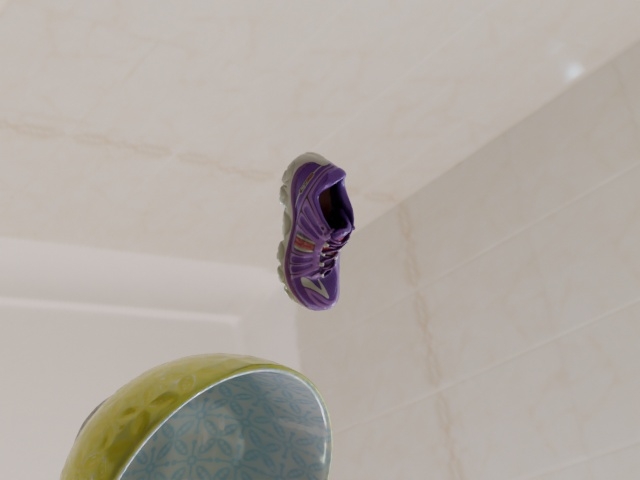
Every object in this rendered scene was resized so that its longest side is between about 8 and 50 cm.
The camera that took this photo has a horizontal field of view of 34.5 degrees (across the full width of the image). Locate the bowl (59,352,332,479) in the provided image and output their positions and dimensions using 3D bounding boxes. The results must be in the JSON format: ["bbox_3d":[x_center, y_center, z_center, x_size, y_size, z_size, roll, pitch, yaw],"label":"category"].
[{"bbox_3d":[-0.141,0.221,0.961,0.289,0.156,0.290,-23,-56,-40],"label":"bowl"}]

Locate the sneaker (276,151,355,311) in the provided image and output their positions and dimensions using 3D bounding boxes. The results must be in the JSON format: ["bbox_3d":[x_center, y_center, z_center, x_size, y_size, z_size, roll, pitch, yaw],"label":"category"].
[{"bbox_3d":[0.000,0.000,0.998,0.068,0.071,0.170,-27,-52,-35],"label":"sneaker"}]
